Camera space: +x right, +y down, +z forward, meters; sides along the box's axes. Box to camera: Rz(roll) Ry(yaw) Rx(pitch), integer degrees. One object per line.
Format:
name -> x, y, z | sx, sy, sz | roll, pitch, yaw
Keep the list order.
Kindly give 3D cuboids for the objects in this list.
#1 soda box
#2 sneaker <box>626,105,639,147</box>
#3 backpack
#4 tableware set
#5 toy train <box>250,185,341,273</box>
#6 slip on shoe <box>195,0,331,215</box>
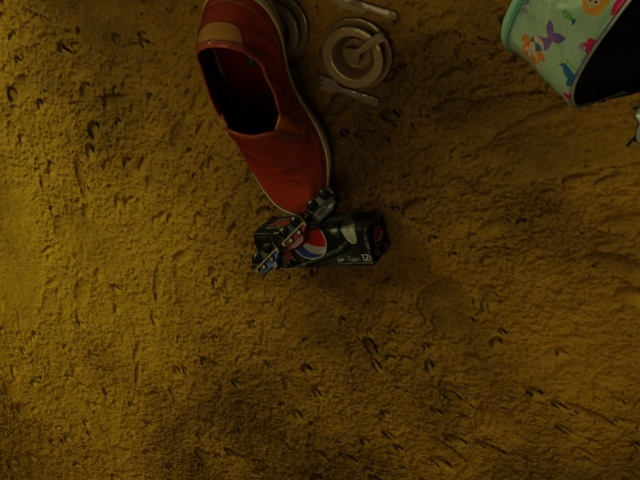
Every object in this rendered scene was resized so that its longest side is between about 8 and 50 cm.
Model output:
soda box -> 0.000, 0.000, 1.295 | 0.168, 0.060, 0.053 | -3, 113, 27
sneaker -> 0.365, -0.106, 1.069 | 0.069, 0.038, 0.098 | -17, 103, 35
backpack -> 0.277, -0.237, 0.888 | 0.191, 0.253, 0.225 | 46, 132, 17
tableware set -> -0.011, -0.232, 1.163 | 0.194, 0.039, 0.128 | 20, 127, 13
toy train -> -0.031, -0.008, 1.257 | 0.158, 0.027, 0.036 | -43, 86, 23
slip on shoe -> -0.071, -0.144, 1.184 | 0.123, 0.101, 0.331 | 3, 139, 21
